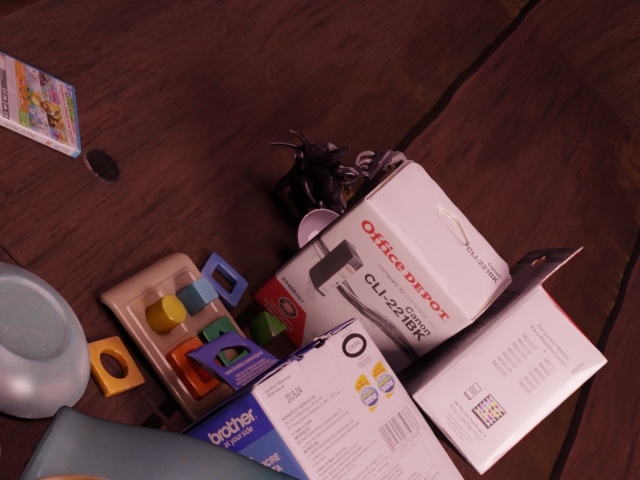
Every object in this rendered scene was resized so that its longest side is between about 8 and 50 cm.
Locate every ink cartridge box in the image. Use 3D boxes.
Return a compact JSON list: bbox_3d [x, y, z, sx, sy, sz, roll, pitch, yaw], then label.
[{"bbox_3d":[0.072,0.056,1.748,0.197,0.273,0.114,49,45,-1],"label":"ink cartridge box"},{"bbox_3d":[0.237,0.140,1.773,0.130,0.272,0.309,49,-2,-1],"label":"ink cartridge box"},{"bbox_3d":[0.011,0.260,1.549,0.395,0.151,0.270,58,29,3],"label":"ink cartridge box"}]

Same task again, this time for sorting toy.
[{"bbox_3d":[-0.146,0.106,1.641,0.196,0.047,0.347,51,30,2],"label":"sorting toy"}]

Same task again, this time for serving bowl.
[{"bbox_3d":[0.000,0.000,1.908,0.083,0.027,0.083,6,78,-28],"label":"serving bowl"}]

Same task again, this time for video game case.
[{"bbox_3d":[-0.366,-0.175,1.699,0.166,0.015,0.119,24,37,-37],"label":"video game case"}]

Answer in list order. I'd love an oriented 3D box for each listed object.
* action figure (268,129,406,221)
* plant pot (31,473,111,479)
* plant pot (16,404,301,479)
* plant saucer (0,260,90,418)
[{"bbox_3d":[0.043,-0.055,1.984,0.276,0.164,0.141,55,38,-10],"label":"action figure"},{"bbox_3d":[-0.183,0.296,1.093,0.236,0.236,0.032,52,11,5],"label":"plant pot"},{"bbox_3d":[-0.161,0.280,1.223,0.255,0.272,0.272,30,32,-6],"label":"plant pot"},{"bbox_3d":[-0.310,0.089,1.436,0.195,0.037,0.195,31,36,-25],"label":"plant saucer"}]
